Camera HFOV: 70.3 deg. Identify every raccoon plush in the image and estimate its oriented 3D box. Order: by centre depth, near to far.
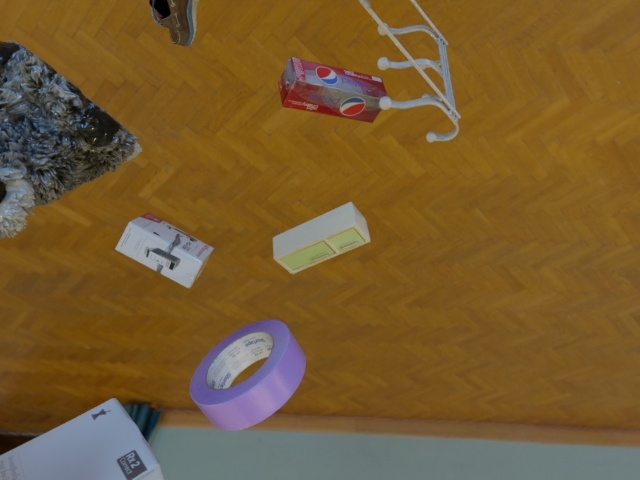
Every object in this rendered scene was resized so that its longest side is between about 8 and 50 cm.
[{"bbox_3d":[-0.451,-0.096,0.749,0.216,0.299,0.446,37,174,8],"label":"raccoon plush"}]

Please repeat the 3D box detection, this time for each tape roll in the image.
[{"bbox_3d":[-0.176,0.318,1.107,0.274,0.275,0.090,-20,113,21],"label":"tape roll"}]

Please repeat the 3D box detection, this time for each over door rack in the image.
[{"bbox_3d":[0.122,-0.341,0.737,0.108,0.239,0.324,-18,139,27],"label":"over door rack"}]

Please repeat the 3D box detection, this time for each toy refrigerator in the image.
[{"bbox_3d":[0.000,0.000,1.330,0.269,0.094,0.102,-24,139,19],"label":"toy refrigerator"}]

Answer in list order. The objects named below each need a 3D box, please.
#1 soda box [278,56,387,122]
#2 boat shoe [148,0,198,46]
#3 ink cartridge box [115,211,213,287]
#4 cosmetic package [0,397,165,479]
[{"bbox_3d":[0.033,-0.373,1.139,0.263,0.083,0.092,3,151,-26],"label":"soda box"},{"bbox_3d":[-0.240,-0.379,0.734,0.066,0.066,0.183,-20,174,-23],"label":"boat shoe"},{"bbox_3d":[-0.263,0.014,0.783,0.135,0.099,0.056,30,101,-9],"label":"ink cartridge box"},{"bbox_3d":[-0.255,0.316,0.508,0.151,0.151,0.184,18,123,47],"label":"cosmetic package"}]
